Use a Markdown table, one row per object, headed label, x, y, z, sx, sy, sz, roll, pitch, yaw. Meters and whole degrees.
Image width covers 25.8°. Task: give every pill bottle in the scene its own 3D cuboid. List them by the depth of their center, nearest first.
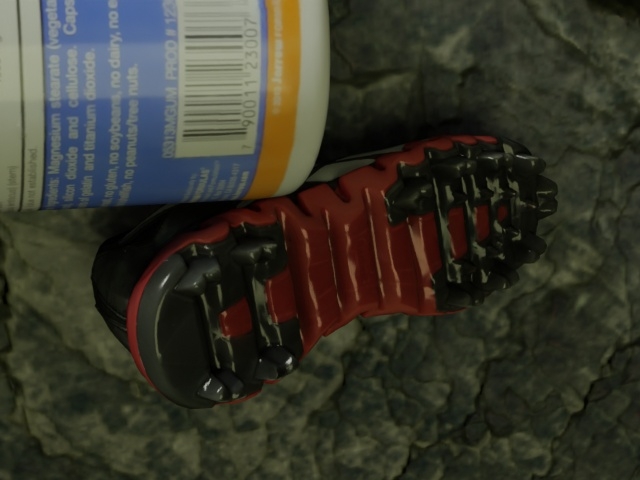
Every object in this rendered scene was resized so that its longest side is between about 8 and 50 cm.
| label | x | y | z | sx | sy | sz | roll | pitch | yaw |
| --- | --- | --- | --- | --- | --- | --- | --- | --- | --- |
| pill bottle | -0.143 | -0.087 | 0.609 | 0.272 | 0.152 | 0.152 | -3 | 119 | -14 |

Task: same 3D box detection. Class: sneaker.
| label | x | y | z | sx | sy | sz | roll | pitch | yaw |
| --- | --- | --- | --- | --- | --- | --- | --- | --- | --- |
| sneaker | 0.000 | 0.000 | 0.736 | 0.276 | 0.135 | 0.098 | -20 | 112 | -33 |
